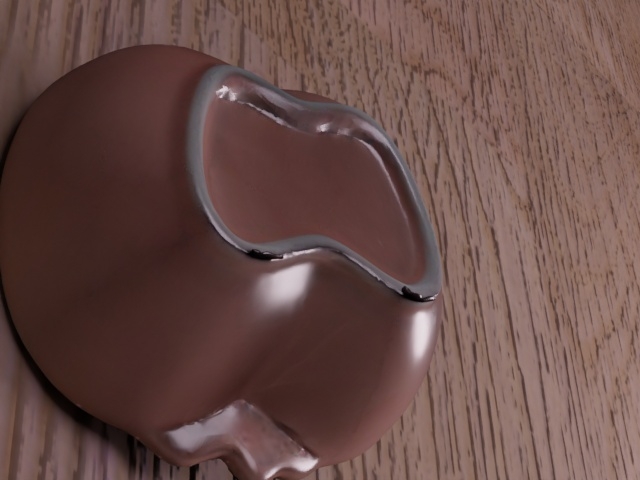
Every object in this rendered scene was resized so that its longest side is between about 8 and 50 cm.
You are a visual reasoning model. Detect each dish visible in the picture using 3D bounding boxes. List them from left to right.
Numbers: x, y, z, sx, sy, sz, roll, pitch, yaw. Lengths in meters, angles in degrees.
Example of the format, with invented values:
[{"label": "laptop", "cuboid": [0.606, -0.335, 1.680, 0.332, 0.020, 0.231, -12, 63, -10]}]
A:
[{"label": "dish", "cuboid": [-0.025, -0.003, 0.696, 0.213, 0.090, 0.213, 27, 43, -29]}]
